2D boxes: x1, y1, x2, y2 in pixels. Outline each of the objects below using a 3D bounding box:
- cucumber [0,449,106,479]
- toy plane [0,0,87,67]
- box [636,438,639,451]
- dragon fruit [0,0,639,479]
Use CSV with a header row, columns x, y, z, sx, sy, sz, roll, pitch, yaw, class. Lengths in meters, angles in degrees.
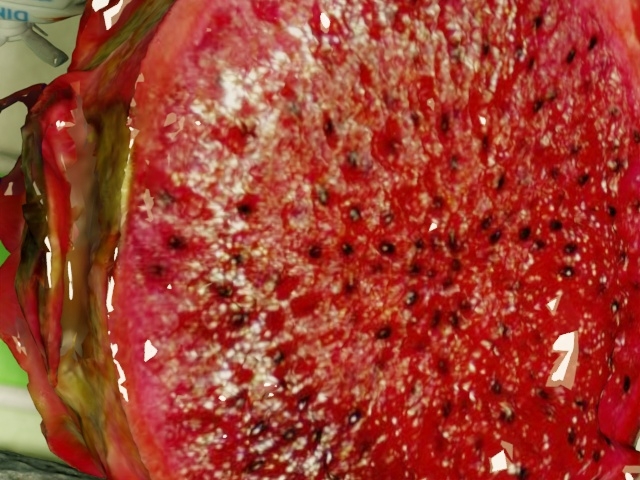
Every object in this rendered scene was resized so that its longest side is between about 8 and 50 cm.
x,y,z,sx,sy,sz,roll,pitch,yaw,class
-0.152,0.150,0.823,0.112,0.064,0.064,18,82,-18,cucumber
-0.219,-0.161,0.773,0.273,0.107,0.182,23,50,7,toy plane
0.173,0.229,0.946,0.142,0.044,0.285,-16,93,-17,box
0.000,0.000,0.779,0.386,0.249,0.371,-51,122,-25,dragon fruit
